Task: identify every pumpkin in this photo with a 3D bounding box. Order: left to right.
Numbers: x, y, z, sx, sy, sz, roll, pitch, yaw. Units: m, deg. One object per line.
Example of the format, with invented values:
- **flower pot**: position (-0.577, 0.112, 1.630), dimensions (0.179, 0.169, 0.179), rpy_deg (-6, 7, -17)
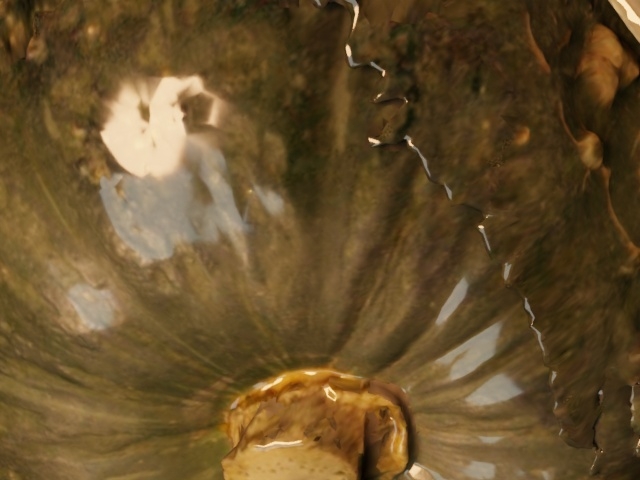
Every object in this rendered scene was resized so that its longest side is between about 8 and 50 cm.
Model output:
- **pumpkin**: position (0.000, 0.000, 0.647), dimensions (0.327, 0.257, 0.291), rpy_deg (41, 118, -16)

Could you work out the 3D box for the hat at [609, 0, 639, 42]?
- **hat**: position (0.167, -0.109, 0.560), dimensions (0.301, 0.258, 0.168), rpy_deg (47, 175, 18)
